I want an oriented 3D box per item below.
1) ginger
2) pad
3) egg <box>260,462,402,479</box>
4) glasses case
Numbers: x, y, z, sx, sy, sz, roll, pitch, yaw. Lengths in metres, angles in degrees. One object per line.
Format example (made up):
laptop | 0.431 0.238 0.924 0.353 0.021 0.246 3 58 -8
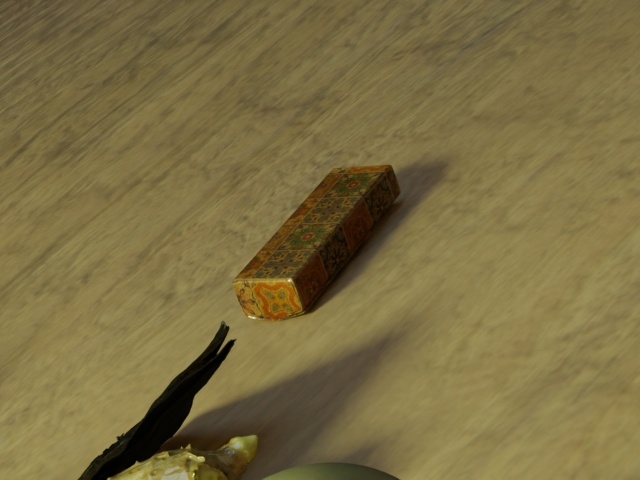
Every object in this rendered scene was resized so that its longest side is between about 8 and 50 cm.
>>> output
ginger | -0.128 0.221 1.375 0.216 0.102 0.157 -37 -7 -11
pad | -0.158 0.176 1.483 0.233 0.022 0.174 -47 -7 -47
egg | -0.006 0.245 1.065 0.188 0.188 0.253 -10 32 35
glasses case | 0.000 0.000 1.810 0.075 0.049 0.218 -2 31 34
